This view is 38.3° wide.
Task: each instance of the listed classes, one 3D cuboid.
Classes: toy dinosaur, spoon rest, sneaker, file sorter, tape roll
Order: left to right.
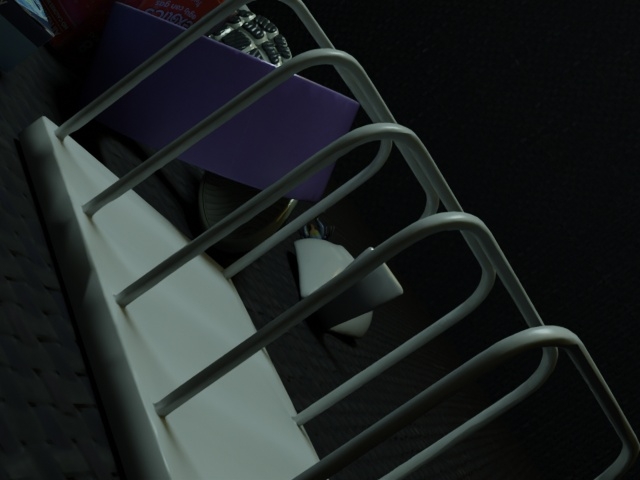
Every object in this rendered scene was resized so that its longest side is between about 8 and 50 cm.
[{"bbox_3d":[-0.073,-0.099,0.668,0.189,0.080,0.189,23,7,-3],"label":"tape roll"},{"bbox_3d":[-0.122,-0.226,1.129,0.275,0.107,0.110,42,-27,37],"label":"sneaker"},{"bbox_3d":[-0.055,-0.027,0.815,0.222,0.083,0.118,-77,174,-54],"label":"sneaker"},{"bbox_3d":[0.000,0.000,1.270,0.090,0.047,0.082,68,7,-72],"label":"toy dinosaur"},{"bbox_3d":[0.000,0.029,0.475,0.193,0.173,0.277,48,8,-50],"label":"file sorter"},{"bbox_3d":[0.017,0.053,1.006,0.137,0.084,0.276,55,-7,-1],"label":"spoon rest"}]

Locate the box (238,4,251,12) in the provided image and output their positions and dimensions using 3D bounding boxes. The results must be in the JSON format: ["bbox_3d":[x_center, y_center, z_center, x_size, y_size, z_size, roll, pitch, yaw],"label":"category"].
[{"bbox_3d":[-0.206,-0.409,1.576,0.181,0.119,0.182,56,6,23],"label":"box"}]

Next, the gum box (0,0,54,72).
[{"bbox_3d":[-0.243,-0.205,0.542,0.184,0.041,0.157,58,7,37],"label":"gum box"}]

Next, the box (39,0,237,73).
[{"bbox_3d":[-0.200,-0.263,0.772,0.256,0.128,0.123,56,8,20],"label":"box"}]
